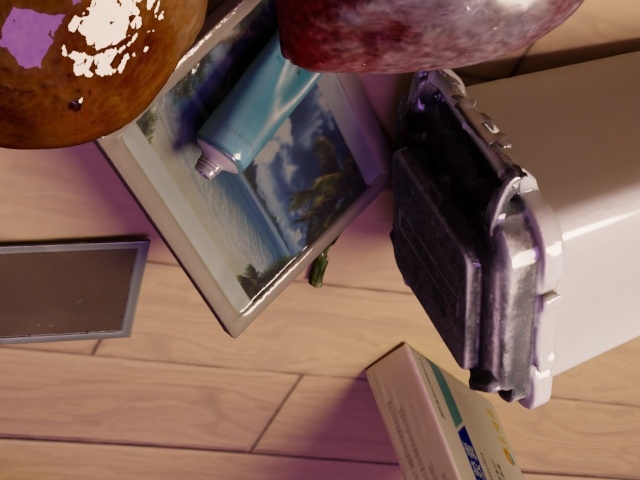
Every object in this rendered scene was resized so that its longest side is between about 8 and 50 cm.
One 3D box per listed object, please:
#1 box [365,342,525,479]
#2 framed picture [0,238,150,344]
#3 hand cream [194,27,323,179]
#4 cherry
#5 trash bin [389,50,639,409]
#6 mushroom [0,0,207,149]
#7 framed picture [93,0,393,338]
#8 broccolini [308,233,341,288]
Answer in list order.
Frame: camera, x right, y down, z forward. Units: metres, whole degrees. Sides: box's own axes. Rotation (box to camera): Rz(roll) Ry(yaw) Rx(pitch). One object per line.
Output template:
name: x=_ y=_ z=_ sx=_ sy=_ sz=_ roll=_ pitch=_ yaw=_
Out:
box: x=0.169 y=0.288 z=1.791 sx=0.065 sy=0.343 sz=0.200 roll=-35 pitch=138 yaw=17
framed picture: x=-0.261 y=0.049 z=1.603 sx=0.183 sy=0.011 sz=0.142 roll=-3 pitch=138 yaw=-19
hand cream: x=-0.028 y=-0.140 z=1.387 sx=0.224 sy=0.048 sz=0.083 roll=-53 pitch=144 yaw=-11
cherry: x=0.083 y=-0.234 z=1.272 sx=0.300 sy=0.203 sz=0.230 roll=-34 pitch=142 yaw=18
trash bin: x=0.263 y=-0.053 z=1.536 sx=0.367 sy=0.256 sz=0.296 roll=-18 pitch=136 yaw=-13
mushroom: x=-0.220 y=-0.180 z=1.216 sx=0.263 sy=0.195 sz=0.283 roll=-1 pitch=139 yaw=9
framed picture: x=-0.053 y=-0.077 z=1.457 sx=0.232 sy=0.024 sz=0.315 roll=-46 pitch=142 yaw=-12
broccolini: x=0.000 y=0.000 z=1.647 sx=0.035 sy=0.030 sz=0.140 roll=3 pitch=141 yaw=-12
